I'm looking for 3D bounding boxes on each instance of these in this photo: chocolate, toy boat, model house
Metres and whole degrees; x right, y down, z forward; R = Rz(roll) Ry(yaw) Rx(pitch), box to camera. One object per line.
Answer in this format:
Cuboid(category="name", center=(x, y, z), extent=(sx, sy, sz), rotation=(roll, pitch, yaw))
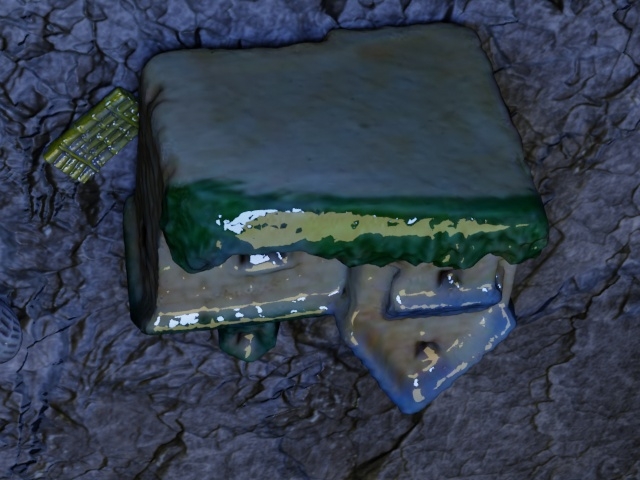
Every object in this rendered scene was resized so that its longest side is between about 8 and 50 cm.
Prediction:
Cuboid(category="chocolate", center=(-0.377, 0.079, 2.062), extent=(0.072, 0.072, 0.167), rotation=(-25, 137, 3))
Cuboid(category="toy boat", center=(-0.229, -0.109, 1.970), extent=(0.115, 0.016, 0.063), rotation=(-40, 134, 19))
Cuboid(category="model house", center=(0.000, 0.000, 1.954), extent=(0.382, 0.334, 0.342), rotation=(-2, 133, -12))
